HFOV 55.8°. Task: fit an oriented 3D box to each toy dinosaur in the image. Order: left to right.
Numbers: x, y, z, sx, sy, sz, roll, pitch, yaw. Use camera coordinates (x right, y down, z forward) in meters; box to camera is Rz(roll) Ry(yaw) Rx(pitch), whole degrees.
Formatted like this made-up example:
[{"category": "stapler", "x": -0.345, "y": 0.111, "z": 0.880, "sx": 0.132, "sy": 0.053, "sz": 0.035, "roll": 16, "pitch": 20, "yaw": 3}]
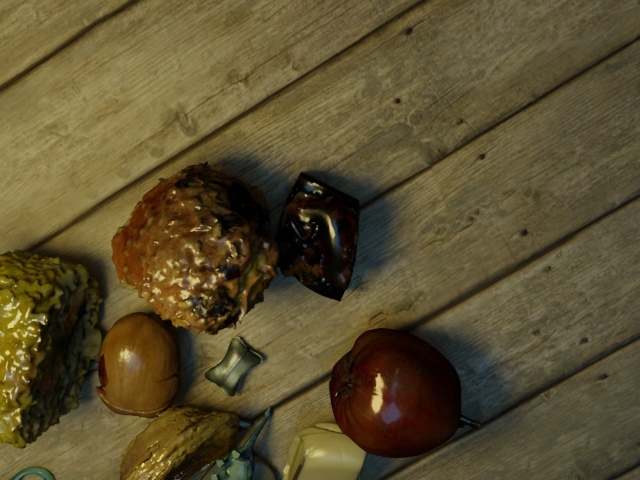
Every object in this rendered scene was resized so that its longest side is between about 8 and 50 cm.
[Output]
[{"category": "toy dinosaur", "x": -0.205, "y": 0.568, "z": 1.486, "sx": 0.076, "sy": 0.144, "sz": 0.329, "roll": 10, "pitch": 80, "yaw": 31}]

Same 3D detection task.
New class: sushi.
[{"category": "sushi", "x": -0.654, "y": 0.222, "z": 1.339, "sx": 0.240, "sy": 0.351, "sz": 0.396, "roll": 11, "pitch": 89, "yaw": 4}, {"category": "sushi", "x": 0.001, "y": -0.001, "z": 1.369, "sx": 0.215, "sy": 0.212, "sz": 0.227, "roll": 26, "pitch": 100, "yaw": -6}]

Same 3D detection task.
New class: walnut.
[{"category": "walnut", "x": -0.425, "y": 0.310, "z": 1.441, "sx": 0.203, "sy": 0.203, "sz": 0.297, "roll": 2, "pitch": 119, "yaw": -2}]

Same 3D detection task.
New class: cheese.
[{"category": "cheese", "x": 0.032, "y": 0.575, "z": 1.516, "sx": 0.233, "sy": 0.127, "sz": 0.266, "roll": 15, "pitch": 122, "yaw": -3}]

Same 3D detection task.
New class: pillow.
[{"category": "pillow", "x": -0.219, "y": 0.317, "z": 1.511, "sx": 0.091, "sy": 0.055, "sz": 0.135, "roll": 43, "pitch": 96, "yaw": 23}]

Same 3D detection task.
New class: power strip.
[{"category": "power strip", "x": -0.216, "y": 0.464, "z": 1.559, "sx": 0.083, "sy": 0.027, "sz": 0.017, "roll": 19, "pitch": 98, "yaw": -5}]

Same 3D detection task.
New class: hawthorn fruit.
[{"category": "hawthorn fruit", "x": 0.182, "y": 0.356, "z": 1.418, "sx": 0.325, "sy": 0.308, "sz": 0.308, "roll": 3, "pitch": 105, "yaw": -36}]

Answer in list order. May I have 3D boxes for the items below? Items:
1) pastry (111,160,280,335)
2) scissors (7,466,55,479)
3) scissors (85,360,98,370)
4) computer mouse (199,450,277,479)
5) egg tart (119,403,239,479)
[{"category": "pastry", "x": -0.251, "y": 0.006, "z": 1.296, "sx": 0.292, "sy": 0.405, "sz": 0.337, "roll": 31, "pitch": 83, "yaw": -41}, {"category": "scissors", "x": -0.869, "y": 0.677, "z": 1.590, "sx": 0.393, "sy": 0.032, "sz": 0.180, "roll": 0, "pitch": 103, "yaw": -2}, {"category": "scissors", "x": -0.688, "y": 0.332, "z": 1.520, "sx": 0.360, "sy": 0.029, "sz": 0.191, "roll": -7, "pitch": 101, "yaw": 1}, {"category": "computer mouse", "x": -0.251, "y": 0.702, "z": 1.581, "sx": 0.197, "sy": 0.095, "sz": 0.331, "roll": 30, "pitch": 100, "yaw": -12}, {"category": "egg tart", "x": -0.354, "y": 0.500, "z": 1.435, "sx": 0.352, "sy": 0.352, "sz": 0.150, "roll": -47, "pitch": 70, "yaw": 8}]
